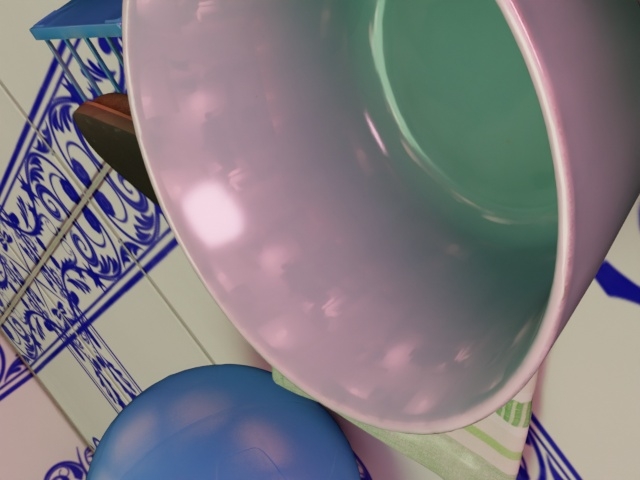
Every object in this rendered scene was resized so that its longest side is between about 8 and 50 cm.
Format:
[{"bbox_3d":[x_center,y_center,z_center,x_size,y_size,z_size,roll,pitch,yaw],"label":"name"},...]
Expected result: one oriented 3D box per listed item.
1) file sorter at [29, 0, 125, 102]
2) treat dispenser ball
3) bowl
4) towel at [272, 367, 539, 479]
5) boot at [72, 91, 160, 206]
[{"bbox_3d":[-0.121,-0.153,0.988,0.170,0.118,0.104,12,137,56],"label":"file sorter"},{"bbox_3d":[-0.100,0.271,1.330,0.288,0.288,0.288,41,154,25],"label":"treat dispenser ball"},{"bbox_3d":[0.051,-0.073,0.680,0.311,0.163,0.312,27,130,37],"label":"bowl"},{"bbox_3d":[0.057,0.066,1.010,0.248,0.038,0.325,28,144,22],"label":"towel"},{"bbox_3d":[-0.022,-0.053,0.872,0.305,0.115,0.112,20,160,17],"label":"boot"}]
